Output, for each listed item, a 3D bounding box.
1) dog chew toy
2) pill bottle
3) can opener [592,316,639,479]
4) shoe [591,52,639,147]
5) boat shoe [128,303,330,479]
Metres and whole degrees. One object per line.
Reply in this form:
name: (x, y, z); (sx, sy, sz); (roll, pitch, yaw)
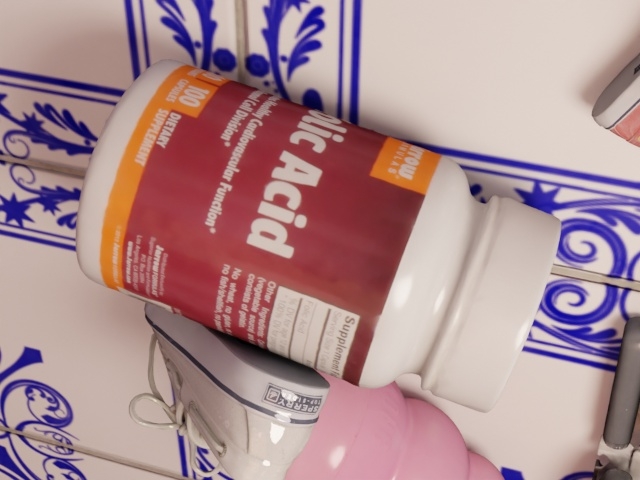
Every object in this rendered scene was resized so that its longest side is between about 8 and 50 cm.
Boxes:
dog chew toy: (0.069, 0.253, 1.114); (0.331, 0.207, 0.206); (30, 132, -13)
pill bottle: (0.000, 0.000, 0.918); (0.392, 0.224, 0.224); (20, 131, 6)
can opener: (0.329, 0.205, 1.039); (0.074, 0.093, 0.280); (11, 125, 16)
shoe: (0.302, -0.134, 0.798); (0.081, 0.063, 0.178); (33, 137, -7)
boat shoe: (-0.109, 0.157, 1.014); (0.135, 0.367, 0.156); (19, 94, -29)
